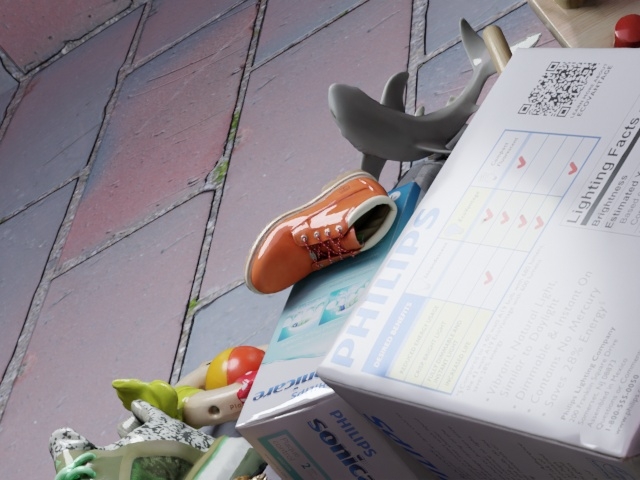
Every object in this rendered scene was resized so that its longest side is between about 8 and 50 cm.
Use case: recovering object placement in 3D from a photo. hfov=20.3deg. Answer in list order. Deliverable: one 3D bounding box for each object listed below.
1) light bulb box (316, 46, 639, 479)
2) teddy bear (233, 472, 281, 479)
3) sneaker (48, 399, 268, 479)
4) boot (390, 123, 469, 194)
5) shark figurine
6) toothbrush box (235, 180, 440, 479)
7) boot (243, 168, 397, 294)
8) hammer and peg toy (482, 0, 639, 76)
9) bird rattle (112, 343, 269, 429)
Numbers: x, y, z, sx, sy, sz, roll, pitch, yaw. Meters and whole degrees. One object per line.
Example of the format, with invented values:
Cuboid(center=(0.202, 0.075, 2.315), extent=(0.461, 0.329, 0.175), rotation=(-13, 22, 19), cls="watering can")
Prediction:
Cuboid(center=(0.252, 0.047, 1.411), extent=(0.361, 0.225, 0.358), rotation=(9, 62, 55), cls="light bulb box")
Cuboid(center=(-0.133, 0.342, 1.561), extent=(0.338, 0.113, 0.245), rotation=(-58, -11, 12), cls="teddy bear")
Cuboid(center=(-0.208, 0.265, 1.701), extent=(0.158, 0.182, 0.410), rotation=(-59, -10, 21), cls="sneaker")
Cuboid(center=(0.141, -0.020, 1.961), extent=(0.338, 0.118, 0.223), rotation=(-42, 19, -33), cls="boot")
Cuboid(center=(0.136, -0.132, 1.981), extent=(0.278, 0.166, 0.116), rotation=(-26, 31, -36), cls="shark figurine")
Cuboid(center=(0.069, 0.126, 1.654), extent=(0.126, 0.216, 0.295), rotation=(-24, 29, 32), cls="toothbrush box")
Cuboid(center=(0.000, 0.000, 1.640), extent=(0.158, 0.059, 0.084), rotation=(-40, 29, -4), cls="boot")
Cuboid(center=(0.324, -0.203, 1.777), extent=(0.361, 0.127, 0.266), rotation=(-29, 59, -5), cls="hammer and peg toy")
Cuboid(center=(-0.092, 0.157, 1.951), extent=(0.253, 0.143, 0.207), rotation=(-24, 11, 23), cls="bird rattle")
